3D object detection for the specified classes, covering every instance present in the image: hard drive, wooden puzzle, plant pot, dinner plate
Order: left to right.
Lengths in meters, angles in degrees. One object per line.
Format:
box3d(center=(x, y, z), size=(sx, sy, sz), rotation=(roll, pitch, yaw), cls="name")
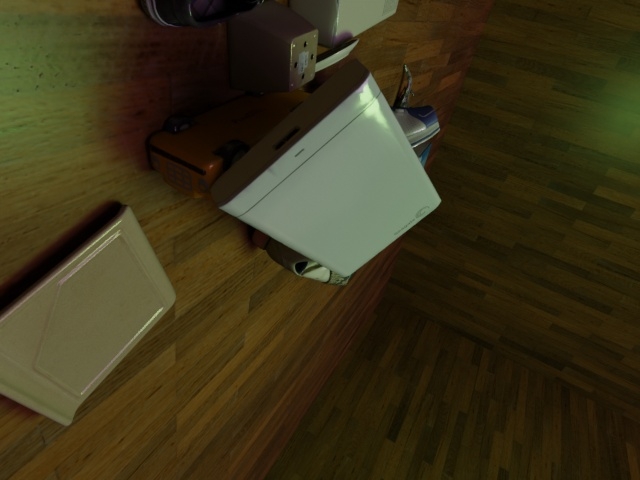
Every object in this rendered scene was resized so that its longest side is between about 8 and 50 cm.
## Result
box3d(center=(-0.301, 0.098, 0.527), size=(0.221, 0.044, 0.238), rotation=(91, 25, -52), cls="wooden puzzle")
box3d(center=(-0.064, -0.280, 0.596), size=(0.109, 0.096, 0.109), rotation=(-49, 157, -42), cls="plant pot")
box3d(center=(0.003, -0.312, 0.696), size=(0.141, 0.141, 0.017), rotation=(-50, 125, -40), cls="dinner plate")
box3d(center=(0.041, -0.066, 0.606), size=(0.233, 0.047, 0.353), rotation=(-39, 148, 11), cls="hard drive")

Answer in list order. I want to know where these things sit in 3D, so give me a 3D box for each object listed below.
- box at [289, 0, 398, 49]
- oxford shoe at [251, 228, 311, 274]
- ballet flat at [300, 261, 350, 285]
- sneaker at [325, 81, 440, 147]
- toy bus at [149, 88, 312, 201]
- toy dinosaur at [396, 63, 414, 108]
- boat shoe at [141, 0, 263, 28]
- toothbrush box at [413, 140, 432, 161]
box3d(center=(0.055, -0.444, 0.719), size=(0.275, 0.094, 0.113), rotation=(-48, 156, -41), cls="box")
box3d(center=(-0.005, -0.053, 0.757), size=(0.140, 0.146, 0.397), rotation=(-42, 178, -31), cls="oxford shoe")
box3d(center=(0.000, 0.000, 1.099), size=(0.182, 0.164, 0.483), rotation=(-31, 150, -25), cls="ballet flat")
box3d(center=(0.089, -0.262, 0.854), size=(0.127, 0.315, 0.182), rotation=(-132, -158, -72), cls="sneaker")
box3d(center=(-0.103, -0.155, 0.636), size=(0.332, 0.108, 0.130), rotation=(-47, 158, -45), cls="toy bus")
box3d(center=(0.300, -0.486, 1.432), size=(0.118, 0.064, 0.268), rotation=(-33, 142, -48), cls="toy dinosaur")
box3d(center=(-0.103, -0.306, 0.478), size=(0.228, 0.076, 0.080), rotation=(-49, 156, -41), cls="boat shoe")
box3d(center=(0.363, -0.284, 1.775), size=(0.216, 0.126, 0.295), rotation=(-46, 156, -45), cls="toothbrush box")
